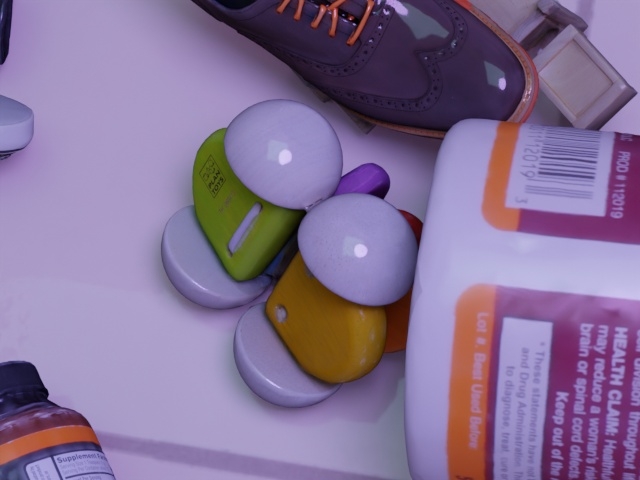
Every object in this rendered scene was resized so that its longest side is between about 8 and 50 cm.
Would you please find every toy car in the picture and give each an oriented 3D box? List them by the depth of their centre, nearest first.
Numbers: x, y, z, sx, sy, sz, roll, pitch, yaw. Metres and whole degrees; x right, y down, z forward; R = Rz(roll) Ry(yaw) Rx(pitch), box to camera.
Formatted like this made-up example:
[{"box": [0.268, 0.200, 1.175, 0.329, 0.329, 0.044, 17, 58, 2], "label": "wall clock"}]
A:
[{"box": [0.000, 0.000, 1.209, 0.136, 0.159, 0.182, -22, 66, -41], "label": "toy car"}]

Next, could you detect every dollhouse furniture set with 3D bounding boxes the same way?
[{"box": [0.095, -0.104, 1.273, 0.161, 0.101, 0.182, -44, 73, 14], "label": "dollhouse furniture set"}]

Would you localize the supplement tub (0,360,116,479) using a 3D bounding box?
[{"box": [-0.166, 0.173, 1.164, 0.106, 0.106, 0.198, -25, 70, -6], "label": "supplement tub"}]

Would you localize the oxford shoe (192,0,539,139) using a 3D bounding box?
[{"box": [0.006, -0.135, 1.201, 0.271, 0.098, 0.097, 26, 97, 21], "label": "oxford shoe"}]

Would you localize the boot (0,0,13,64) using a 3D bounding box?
[{"box": [-0.321, -0.260, 1.338, 0.222, 0.118, 0.338, -8, 75, -8], "label": "boot"}]

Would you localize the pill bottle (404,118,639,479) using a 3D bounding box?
[{"box": [0.256, 0.058, 1.106, 0.392, 0.224, 0.224, 7, 71, 10], "label": "pill bottle"}]

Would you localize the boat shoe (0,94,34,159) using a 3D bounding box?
[{"box": [-0.291, -0.061, 1.275, 0.219, 0.078, 0.070, 2, 111, 10], "label": "boat shoe"}]
